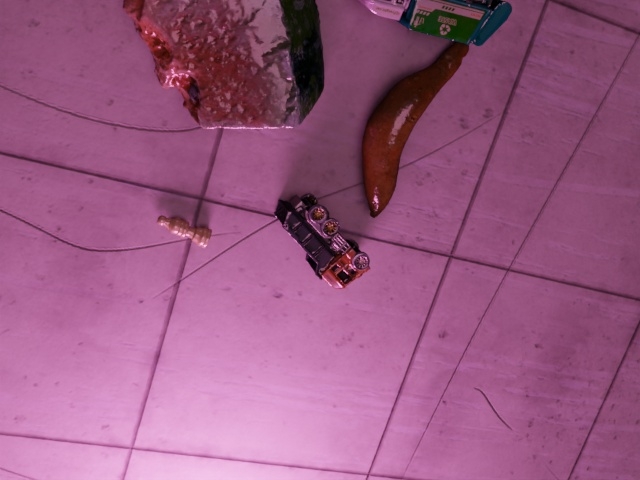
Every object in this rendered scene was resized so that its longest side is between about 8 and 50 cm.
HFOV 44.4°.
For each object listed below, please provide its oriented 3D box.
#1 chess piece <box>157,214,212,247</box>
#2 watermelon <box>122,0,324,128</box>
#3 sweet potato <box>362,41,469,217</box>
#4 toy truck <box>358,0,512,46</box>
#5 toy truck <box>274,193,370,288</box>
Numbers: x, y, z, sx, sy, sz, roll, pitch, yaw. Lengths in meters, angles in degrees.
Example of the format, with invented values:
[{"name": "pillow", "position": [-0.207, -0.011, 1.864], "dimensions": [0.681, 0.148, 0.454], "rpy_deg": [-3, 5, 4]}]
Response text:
[{"name": "chess piece", "position": [-0.234, -0.019, 1.334], "dimensions": [0.092, 0.035, 0.035], "rpy_deg": [23, 102, -19]}, {"name": "watermelon", "position": [-0.119, -0.300, 1.196], "dimensions": [0.302, 0.151, 0.264], "rpy_deg": [-20, 114, -9]}, {"name": "sweet potato", "position": [0.140, -0.207, 1.355], "dimensions": [0.108, 0.079, 0.346], "rpy_deg": [18, 104, -51]}, {"name": "toy truck", "position": [0.184, -0.400, 1.275], "dimensions": [0.253, 0.114, 0.124], "rpy_deg": [7, 114, -17]}, {"name": "toy truck", "position": [0.000, 0.000, 1.383], "dimensions": [0.092, 0.083, 0.192], "rpy_deg": [-42, 114, 1]}]
